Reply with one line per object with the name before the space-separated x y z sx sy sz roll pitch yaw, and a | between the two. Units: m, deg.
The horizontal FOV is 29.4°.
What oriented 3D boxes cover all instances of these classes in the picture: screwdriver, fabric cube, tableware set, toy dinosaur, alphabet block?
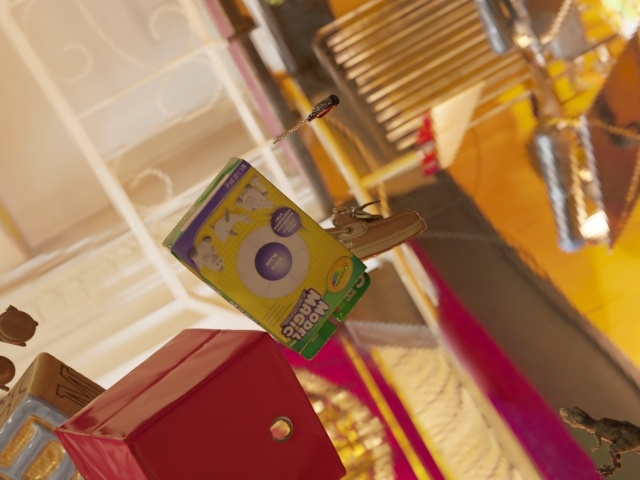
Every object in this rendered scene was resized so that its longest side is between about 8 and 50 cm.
screwdriver | -0.024 -0.180 1.891 0.025 0.024 0.170 45 138 -7
fabric cube | -0.171 0.298 1.736 0.259 0.258 0.254 -6 116 56
tableware set | -0.530 0.161 1.917 0.020 0.141 0.169 117 169 -48
toy dinosaur | 0.563 0.374 2.219 0.064 0.268 0.118 -55 -30 -60
alphabet block | -0.493 0.354 2.231 0.193 0.192 0.197 37 -168 -16

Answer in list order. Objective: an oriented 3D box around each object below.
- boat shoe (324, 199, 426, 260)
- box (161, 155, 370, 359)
boat shoe | 0.000 0.000 1.631 0.104 0.285 0.089 130 122 -82
box | -0.040 0.021 1.092 0.179 0.105 0.043 40 173 -21
